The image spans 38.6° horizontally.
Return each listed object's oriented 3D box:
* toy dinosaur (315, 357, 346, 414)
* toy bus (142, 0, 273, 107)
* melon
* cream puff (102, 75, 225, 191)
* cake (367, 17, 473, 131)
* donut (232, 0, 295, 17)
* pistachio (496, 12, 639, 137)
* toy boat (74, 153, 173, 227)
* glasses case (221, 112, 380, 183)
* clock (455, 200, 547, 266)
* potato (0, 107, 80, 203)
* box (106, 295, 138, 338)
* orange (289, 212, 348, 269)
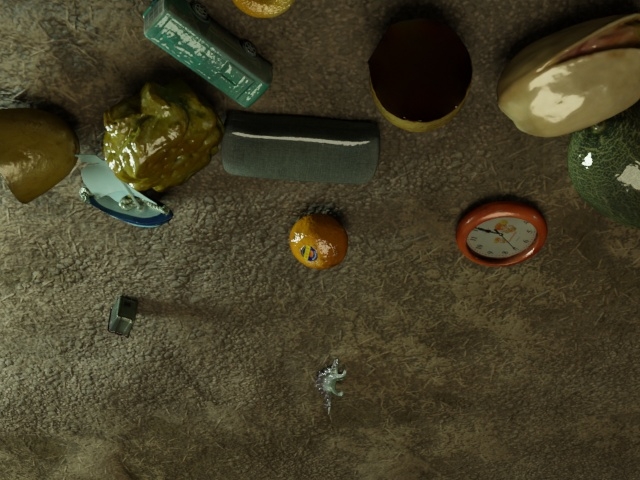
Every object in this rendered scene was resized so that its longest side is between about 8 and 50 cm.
[{"bbox_3d":[0.025,0.401,2.515,0.082,0.039,0.209,5,126,0],"label":"toy dinosaur"},{"bbox_3d":[-0.203,-0.348,1.678,0.261,0.109,0.091,32,123,-30],"label":"toy bus"},{"bbox_3d":[0.626,-0.147,1.777,0.329,0.249,0.248,29,131,-36],"label":"melon"},{"bbox_3d":[-0.302,-0.205,1.761,0.244,0.244,0.196,-34,96,31],"label":"cream puff"},{"bbox_3d":[0.179,-0.305,1.689,0.185,0.178,0.208,-29,98,2],"label":"cake"},{"bbox_3d":[-0.101,-0.457,1.594,0.151,0.058,0.152,0,139,0],"label":"donut"},{"bbox_3d":[0.465,-0.302,1.652,0.299,0.188,0.187,-25,131,15],"label":"pistachio"},{"bbox_3d":[-0.428,-0.103,1.887,0.220,0.067,0.291,15,165,13],"label":"toy boat"},{"bbox_3d":[-0.041,-0.187,1.866,0.323,0.074,0.131,4,138,-3],"label":"glasses case"},{"bbox_3d":[0.407,-0.015,2.058,0.205,0.051,0.205,1,138,1],"label":"clock"},{"bbox_3d":[-0.563,-0.183,1.830,0.158,0.178,0.204,-16,111,-4],"label":"potato"},{"bbox_3d":[-0.489,0.188,2.270,0.060,0.085,0.063,23,127,-21],"label":"box"},{"bbox_3d":[-0.001,0.001,2.037,0.135,0.117,0.136,12,120,22],"label":"orange"}]
